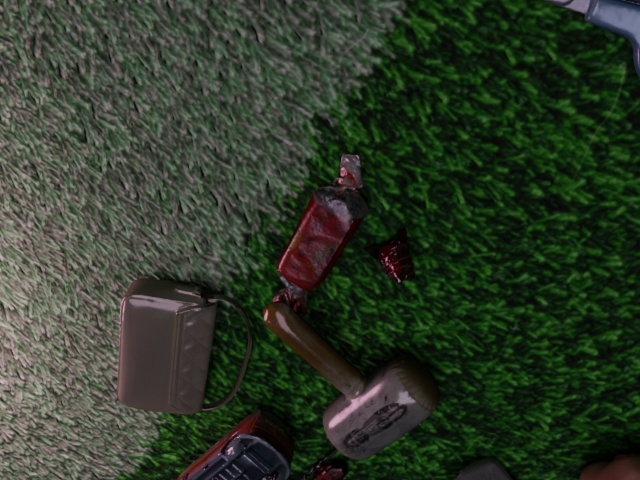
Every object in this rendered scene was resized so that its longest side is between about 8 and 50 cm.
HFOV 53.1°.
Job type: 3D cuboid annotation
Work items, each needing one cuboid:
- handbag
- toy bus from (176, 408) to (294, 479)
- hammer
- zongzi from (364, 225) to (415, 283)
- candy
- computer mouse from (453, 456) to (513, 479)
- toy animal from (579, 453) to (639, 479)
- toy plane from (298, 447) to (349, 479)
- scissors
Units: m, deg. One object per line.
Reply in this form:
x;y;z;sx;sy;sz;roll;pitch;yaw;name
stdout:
-0.230;0.187;1.091;0.220;0.079;0.256;10;114;-3;handbag
-0.152;0.403;1.131;0.121;0.120;0.265;43;115;-6;toy bus
0.024;0.203;1.005;0.305;0.113;0.202;42;112;-11;hammer
0.102;0.024;0.965;0.074;0.067;0.083;-9;91;28;zongzi
-0.001;-0.001;0.965;0.086;0.059;0.292;31;115;3;candy
0.298;0.476;1.069;0.128;0.079;0.230;-33;88;-16;computer mouse
0.468;0.440;0.998;0.165;0.149;0.247;-1;124;-3;toy animal
0.000;0.427;1.153;0.145;0.037;0.060;-41;94;23;toy plane
0.305;-0.311;0.782;0.448;0.029;0.192;17;114;6;scissors
